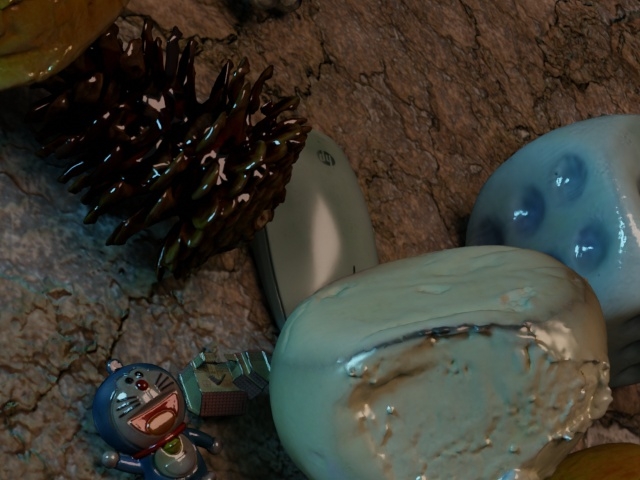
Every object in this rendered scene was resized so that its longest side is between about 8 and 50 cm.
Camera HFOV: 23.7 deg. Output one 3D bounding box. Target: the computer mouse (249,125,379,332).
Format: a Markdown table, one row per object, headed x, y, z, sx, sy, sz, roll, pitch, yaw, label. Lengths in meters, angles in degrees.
| x | y | z | sx | sy | sz | roll | pitch | yaw | label |
| --- | --- | --- | --- | --- | --- | --- | --- | --- | --- |
| 0.004 | -0.004 | 1.706 | 0.159 | 0.097 | 0.288 | 7 | 56 | -43 | computer mouse |

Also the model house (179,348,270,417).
| x | y | z | sx | sy | sz | roll | pitch | yaw | label |
| --- | --- | --- | --- | --- | --- | --- | --- | --- | --- |
| -0.091 | 0.146 | 1.534 | 0.083 | 0.057 | 0.058 | 5 | 53 | -43 | model house |

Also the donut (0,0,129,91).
| x | y | z | sx | sy | sz | roll | pitch | yaw | label |
| --- | --- | --- | --- | --- | --- | --- | --- | --- | --- |
| -0.322 | -0.280 | 1.461 | 0.330 | 0.160 | 0.330 | 3 | 42 | -3 | donut |

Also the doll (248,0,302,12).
| x | y | z | sx | sy | sz | roll | pitch | yaw | label |
| --- | --- | --- | --- | --- | --- | --- | --- | --- | --- |
| -0.114 | -0.406 | 1.898 | 0.149 | 0.175 | 0.278 | -22 | 84 | -10 | doll |

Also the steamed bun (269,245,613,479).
| x | y | z | sx | sy | sz | roll | pitch | yaw | label |
| --- | --- | --- | --- | --- | --- | --- | --- | --- | --- |
| 0.123 | 0.150 | 1.522 | 0.312 | 0.333 | 0.233 | -66 | 147 | -72 | steamed bun |

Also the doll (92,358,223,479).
| x | y | z | sx | sy | sz | roll | pitch | yaw | label |
| --- | --- | --- | --- | --- | --- | --- | --- | --- | --- |
| -0.159 | 0.177 | 1.430 | 0.114 | 0.085 | 0.152 | -30 | 94 | -31 | doll |

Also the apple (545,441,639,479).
| x | y | z | sx | sy | sz | roll | pitch | yaw | label |
| --- | --- | --- | --- | --- | --- | --- | --- | --- | --- |
| 0.301 | 0.368 | 1.526 | 0.339 | 0.339 | 0.340 | 24 | 47 | -29 | apple |

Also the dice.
| x | y | z | sx | sy | sz | roll | pitch | yaw | label |
| --- | --- | --- | --- | --- | --- | --- | --- | --- | --- |
| 0.360 | 0.018 | 1.889 | 0.262 | 0.268 | 0.265 | 10 | 55 | -38 | dice |

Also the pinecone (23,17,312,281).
| x | y | z | sx | sy | sz | roll | pitch | yaw | label |
| --- | --- | --- | --- | --- | --- | --- | --- | --- | --- |
| -0.162 | -0.108 | 1.524 | 0.292 | 0.246 | 0.246 | 35 | 42 | -6 | pinecone |
